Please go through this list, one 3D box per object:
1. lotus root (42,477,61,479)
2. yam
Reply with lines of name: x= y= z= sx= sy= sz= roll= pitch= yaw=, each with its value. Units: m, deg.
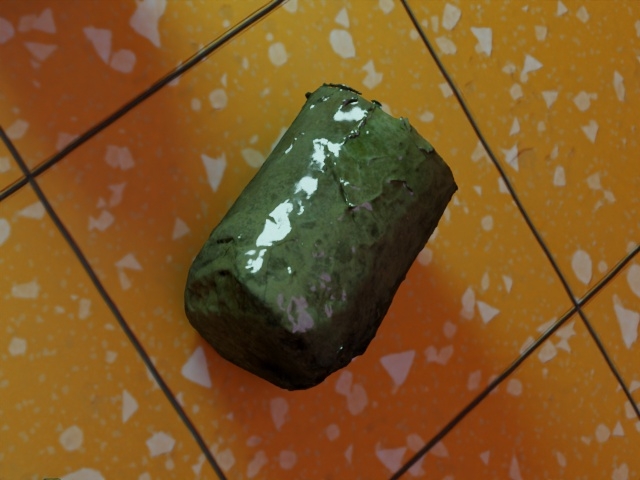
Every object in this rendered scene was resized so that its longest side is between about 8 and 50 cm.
lotus root: x=-0.256 y=0.301 z=1.647 sx=0.143 sy=0.144 sz=0.070 roll=-44 pitch=115 yaw=-19
yam: x=0.000 y=0.000 z=1.809 sx=0.195 sy=0.195 sz=0.300 roll=42 pitch=64 yaw=-22
